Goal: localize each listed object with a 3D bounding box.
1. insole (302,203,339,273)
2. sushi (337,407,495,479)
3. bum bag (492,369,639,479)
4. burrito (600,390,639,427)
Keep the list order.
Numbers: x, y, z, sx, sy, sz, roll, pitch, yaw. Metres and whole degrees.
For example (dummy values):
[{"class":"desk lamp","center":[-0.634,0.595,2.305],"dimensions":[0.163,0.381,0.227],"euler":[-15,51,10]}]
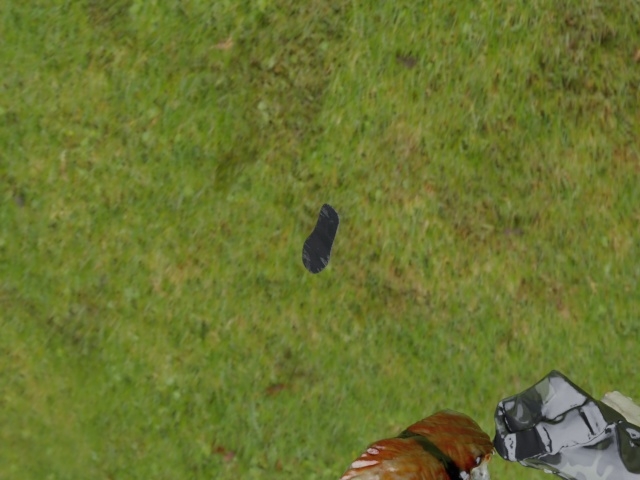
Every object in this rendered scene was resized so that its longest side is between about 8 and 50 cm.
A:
[{"class":"insole","center":[0.000,0.000,1.416],"dimensions":[0.053,0.002,0.152],"euler":[45,144,22]},{"class":"sushi","center":[0.112,0.294,1.141],"dimensions":[0.124,0.332,0.130],"euler":[28,109,29]},{"class":"bum bag","center":[0.348,0.263,1.079],"dimensions":[0.340,0.095,0.144],"euler":[31,123,26]},{"class":"burrito","center":[0.516,0.359,1.429],"dimensions":[0.105,0.299,0.143],"euler":[9,117,-36]}]
